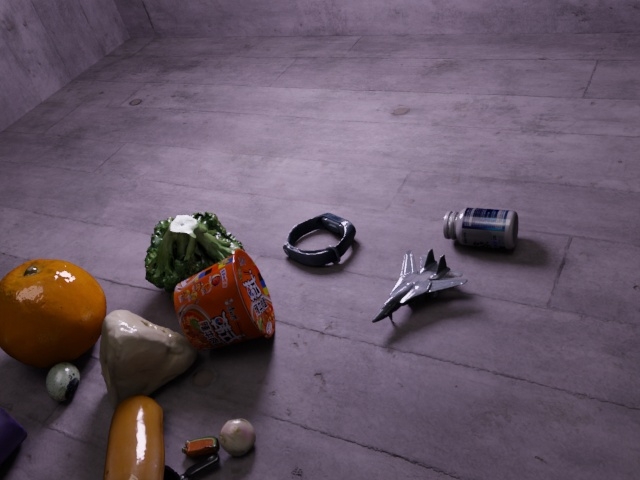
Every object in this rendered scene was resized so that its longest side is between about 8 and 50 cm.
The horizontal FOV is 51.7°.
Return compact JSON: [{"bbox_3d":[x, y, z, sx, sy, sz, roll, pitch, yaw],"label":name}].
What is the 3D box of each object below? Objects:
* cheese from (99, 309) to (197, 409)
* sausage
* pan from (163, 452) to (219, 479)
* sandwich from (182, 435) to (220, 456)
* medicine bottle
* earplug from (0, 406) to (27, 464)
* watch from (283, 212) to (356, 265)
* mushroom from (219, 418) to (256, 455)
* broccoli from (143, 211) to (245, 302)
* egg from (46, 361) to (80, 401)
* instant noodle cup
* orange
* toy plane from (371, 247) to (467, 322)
[{"bbox_3d":[-0.456,0.275,1.691,0.251,0.248,0.173,-24,40,-19],"label":"cheese"},{"bbox_3d":[-0.415,0.488,1.474,0.134,0.116,0.354,-12,27,-8],"label":"sausage"},{"bbox_3d":[-0.330,0.545,1.478,0.235,0.028,0.136,-26,40,-6],"label":"pan"},{"bbox_3d":[-0.276,0.477,1.522,0.101,0.026,0.069,-14,6,8],"label":"sandwich"},{"bbox_3d":[0.444,-0.036,1.829,0.191,0.107,0.107,5,43,26],"label":"medicine bottle"},{"bbox_3d":[-0.919,0.577,1.530,0.215,0.215,0.456,10,49,30],"label":"earplug"},{"bbox_3d":[0.000,0.000,1.987,0.193,0.068,0.206,-39,40,-20],"label":"watch"},{"bbox_3d":[-0.190,0.450,1.513,0.083,0.067,0.084,1,71,-4],"label":"mushroom"},{"bbox_3d":[-0.376,0.035,1.934,0.307,0.275,0.308,5,53,-7],"label":"broccoli"},{"bbox_3d":[-0.690,0.378,1.767,0.085,0.085,0.110,-14,41,4],"label":"egg"},{"bbox_3d":[-0.256,0.172,1.751,0.192,0.250,0.250,-22,38,10],"label":"instant noodle cup"},{"bbox_3d":[-0.760,0.199,1.844,0.311,0.312,0.312,-10,39,8],"label":"orange"},{"bbox_3d":[0.234,0.140,1.723,0.267,0.088,0.212,-43,44,-18],"label":"toy plane"}]
